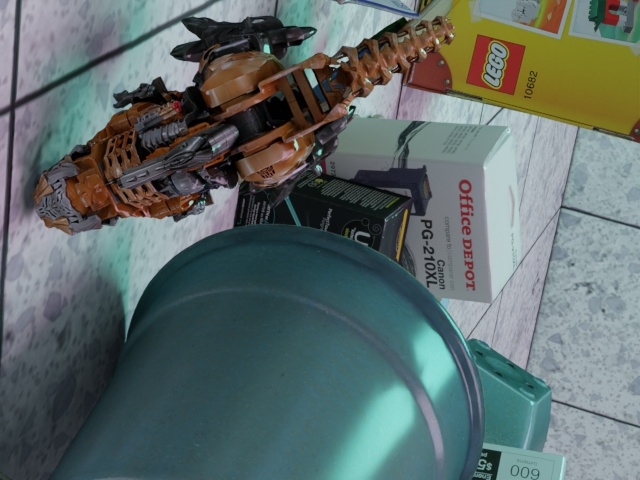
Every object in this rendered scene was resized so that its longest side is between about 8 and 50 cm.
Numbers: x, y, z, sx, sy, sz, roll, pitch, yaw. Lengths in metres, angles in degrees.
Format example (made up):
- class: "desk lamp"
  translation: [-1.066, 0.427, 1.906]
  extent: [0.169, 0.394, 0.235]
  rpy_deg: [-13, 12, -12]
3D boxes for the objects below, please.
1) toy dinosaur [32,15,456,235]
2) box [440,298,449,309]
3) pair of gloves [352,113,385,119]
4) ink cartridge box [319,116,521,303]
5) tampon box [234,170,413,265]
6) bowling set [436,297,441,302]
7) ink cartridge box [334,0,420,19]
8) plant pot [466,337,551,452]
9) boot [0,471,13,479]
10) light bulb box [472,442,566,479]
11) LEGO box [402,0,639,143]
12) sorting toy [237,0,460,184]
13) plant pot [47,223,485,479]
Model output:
- class: "toy dinosaur"
  translation: [-0.055, -0.084, 1.221]
  extent: [0.218, 0.321, 0.164]
  rpy_deg: [-63, 150, -76]
- class: "box"
  translation: [0.145, 0.046, 2.294]
  extent: [0.100, 0.060, 0.244]
  rpy_deg: [22, -83, 63]
- class: "pair of gloves"
  translation: [0.030, -0.035, 1.961]
  extent: [0.204, 0.042, 0.240]
  rpy_deg: [-14, 120, -71]
- class: "ink cartridge box"
  translation: [0.091, -0.037, 1.760]
  extent: [0.100, 0.237, 0.172]
  rpy_deg: [-51, 140, -53]
- class: "tampon box"
  translation: [0.000, 0.000, 1.684]
  extent: [0.101, 0.161, 0.120]
  rpy_deg: [-35, 139, -65]
- class: "bowling set"
  translation: [0.129, 0.026, 2.144]
  extent: [0.200, 0.154, 0.287]
  rpy_deg: [-6, 111, -73]
- class: "ink cartridge box"
  translation: [-0.037, -0.242, 1.249]
  extent: [0.045, 0.224, 0.223]
  rpy_deg: [-45, 169, 15]
- class: "plant pot"
  translation: [0.212, 0.292, 2.399]
  extent: [0.252, 0.247, 0.247]
  rpy_deg: [-60, 166, 13]
- class: "boot"
  translation: [-0.281, 0.263, 1.172]
  extent: [0.208, 0.076, 0.190]
  rpy_deg: [-60, 173, -21]
- class: "light bulb box"
  translation: [0.117, 0.458, 2.081]
  extent: [0.225, 0.357, 0.361]
  rpy_deg: [84, 17, -50]
- class: "LEGO box"
  translation: [0.356, -0.403, 2.094]
  extent: [0.193, 0.372, 0.500]
  rpy_deg: [-25, 130, -69]
- class: "sorting toy"
  translation: [0.037, -0.182, 1.671]
  extent: [0.229, 0.041, 0.307]
  rpy_deg: [-35, -172, 34]
- class: "plant pot"
  translation: [-0.068, 0.210, 1.301]
  extent: [0.334, 0.341, 0.341]
  rpy_deg: [-55, 155, -58]
